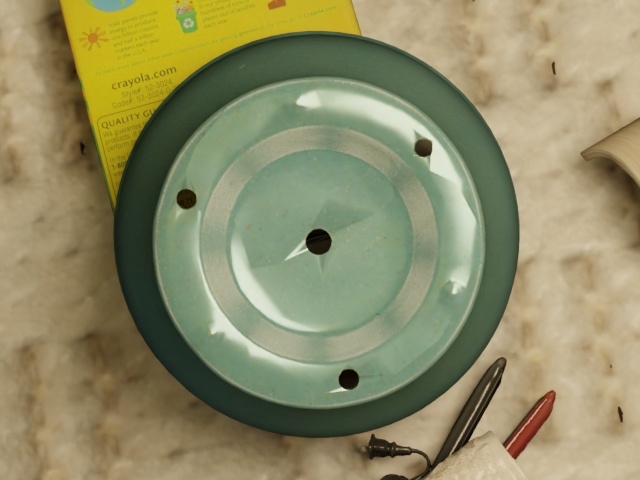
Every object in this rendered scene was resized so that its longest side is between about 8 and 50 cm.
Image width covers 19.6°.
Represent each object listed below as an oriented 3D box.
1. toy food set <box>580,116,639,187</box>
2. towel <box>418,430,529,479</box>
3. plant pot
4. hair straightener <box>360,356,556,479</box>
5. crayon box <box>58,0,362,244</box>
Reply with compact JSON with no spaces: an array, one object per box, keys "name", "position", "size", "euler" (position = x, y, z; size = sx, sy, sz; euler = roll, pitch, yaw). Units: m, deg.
[{"name":"toy food set","position":[0.350,0.006,1.258],"size":[0.220,0.092,0.306],"euler":[-30,77,-15]},{"name":"towel","position":[0.110,0.289,1.192],"size":[0.187,0.049,0.282],"euler":[-32,86,-5]},{"name":"plant pot","position":[0.000,0.000,1.117],"size":[0.271,0.255,0.272],"euler":[0,92,-1]},{"name":"hair straightener","position":[0.060,0.172,1.256],"size":[0.089,0.047,0.230],"euler":[36,86,12]},{"name":"crayon box","position":[-0.073,-0.145,1.322],"size":[0.202,0.081,0.318],"euler":[-15,76,0]}]
